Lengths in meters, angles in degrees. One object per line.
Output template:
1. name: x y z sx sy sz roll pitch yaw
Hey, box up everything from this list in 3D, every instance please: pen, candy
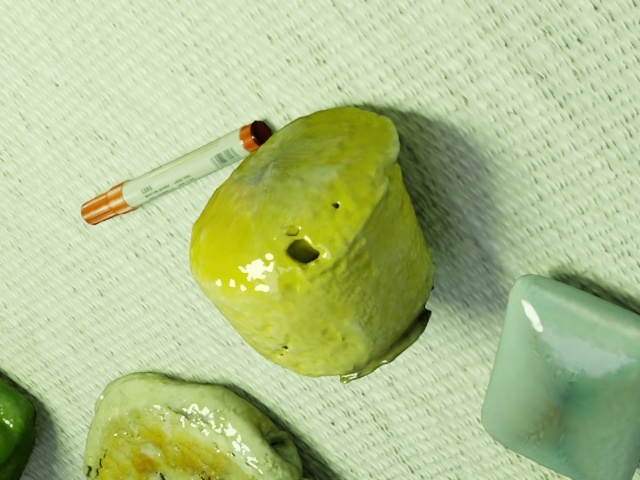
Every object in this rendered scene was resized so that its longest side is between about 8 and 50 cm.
1. pen: -0.129 -0.056 1.514 0.239 0.028 0.028 -21 109 42
2. candy: 0.202 0.117 1.386 0.138 0.071 0.174 24 133 17

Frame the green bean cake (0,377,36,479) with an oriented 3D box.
1. green bean cake: -0.421 0.265 1.798 0.156 0.250 0.247 40 135 3

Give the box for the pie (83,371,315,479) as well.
1. pie: -0.103 0.276 1.712 0.339 0.077 0.339 19 132 22

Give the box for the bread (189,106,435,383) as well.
1. bread: -0.002 0.001 1.375 0.197 0.197 0.170 -4 132 37
